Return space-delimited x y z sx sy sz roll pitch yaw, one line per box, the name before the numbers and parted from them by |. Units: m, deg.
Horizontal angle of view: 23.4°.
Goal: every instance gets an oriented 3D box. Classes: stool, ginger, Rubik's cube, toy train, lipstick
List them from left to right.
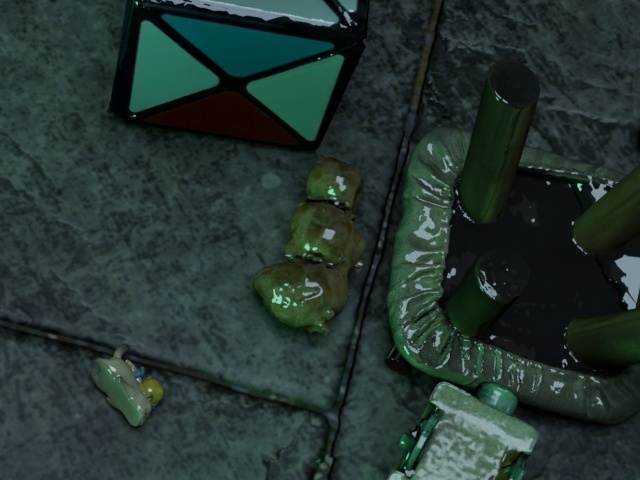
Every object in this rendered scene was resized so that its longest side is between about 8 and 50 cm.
Rubik's cube | -0.085 -0.271 1.683 0.250 0.248 0.246 9 61 -7
ginger | 0.000 0.000 1.655 0.104 0.080 0.204 19 63 5
toy train | 0.101 0.287 1.488 0.129 0.159 0.326 27 65 6
lipstick | 0.122 0.069 1.675 0.027 0.027 0.176 31 61 6
stool | 0.253 -0.002 1.610 0.310 0.226 0.310 14 62 -13

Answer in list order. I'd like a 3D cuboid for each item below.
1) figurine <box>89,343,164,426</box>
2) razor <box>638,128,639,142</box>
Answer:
figurine | -0.190 0.145 1.569 0.050 0.047 0.083 -33 78 -34
razor | 0.450 -0.118 1.814 0.148 0.054 0.090 26 62 2
